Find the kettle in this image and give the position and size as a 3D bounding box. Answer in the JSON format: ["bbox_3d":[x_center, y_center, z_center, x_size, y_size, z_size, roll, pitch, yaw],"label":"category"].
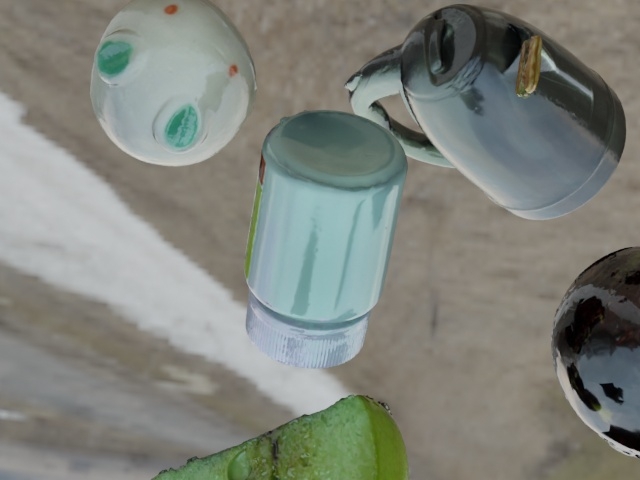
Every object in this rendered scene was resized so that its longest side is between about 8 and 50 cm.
[{"bbox_3d":[0.199,-0.187,2.410,0.321,0.228,0.324,-11,150,36],"label":"kettle"}]

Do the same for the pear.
[{"bbox_3d":[-0.014,0.316,1.825,0.292,0.292,0.159,1,155,31],"label":"pear"}]

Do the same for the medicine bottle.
[{"bbox_3d":[0.000,0.000,1.721,0.139,0.225,0.139,6,-146,-4],"label":"medicine bottle"}]

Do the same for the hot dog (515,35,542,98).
[{"bbox_3d":[0.252,-0.206,2.138,0.021,0.083,0.037,19,160,-24],"label":"hot dog"}]

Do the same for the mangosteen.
[{"bbox_3d":[0.339,0.078,1.671,0.228,0.265,0.228,23,-170,-4],"label":"mangosteen"}]

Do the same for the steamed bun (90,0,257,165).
[{"bbox_3d":[-0.162,-0.159,1.848,0.177,0.131,0.228,49,153,-4],"label":"steamed bun"}]
